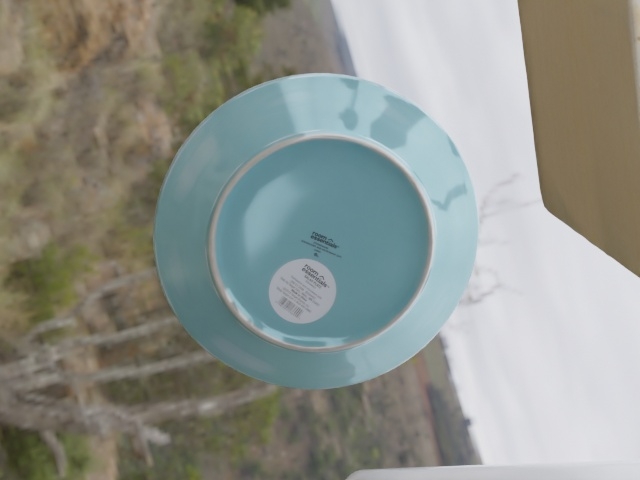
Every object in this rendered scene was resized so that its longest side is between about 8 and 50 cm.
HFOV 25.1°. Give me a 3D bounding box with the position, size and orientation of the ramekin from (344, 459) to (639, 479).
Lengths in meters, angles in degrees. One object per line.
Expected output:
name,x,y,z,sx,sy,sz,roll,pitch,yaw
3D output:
ramekin,0.132,0.170,0.673,0.277,0.277,0.135,70,18,-81

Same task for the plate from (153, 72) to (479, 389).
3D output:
plate,0.000,0.000,0.813,0.024,0.188,0.188,-117,-170,-72

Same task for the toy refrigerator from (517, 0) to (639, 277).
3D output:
toy refrigerator,0.115,-0.131,0.423,0.094,0.102,0.269,-131,-152,-65
